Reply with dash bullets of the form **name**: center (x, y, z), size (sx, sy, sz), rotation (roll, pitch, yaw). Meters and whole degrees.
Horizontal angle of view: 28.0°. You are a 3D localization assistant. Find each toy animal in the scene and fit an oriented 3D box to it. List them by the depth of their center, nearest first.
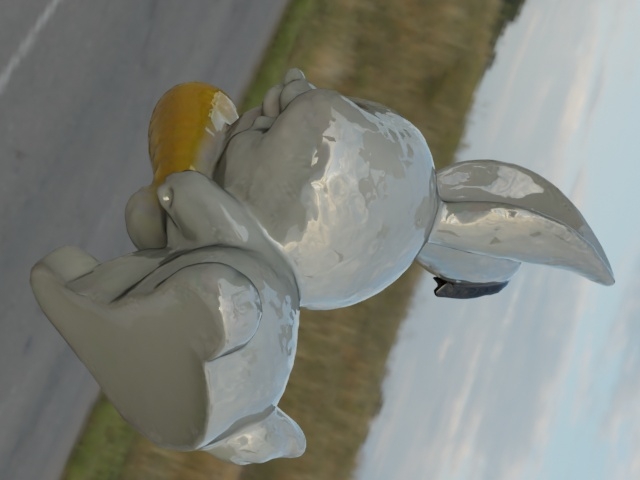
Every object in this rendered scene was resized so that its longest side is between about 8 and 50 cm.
- **toy animal**: center (0.000, 0.000, 0.442), size (0.181, 0.127, 0.131), rotation (-36, -160, -34)
